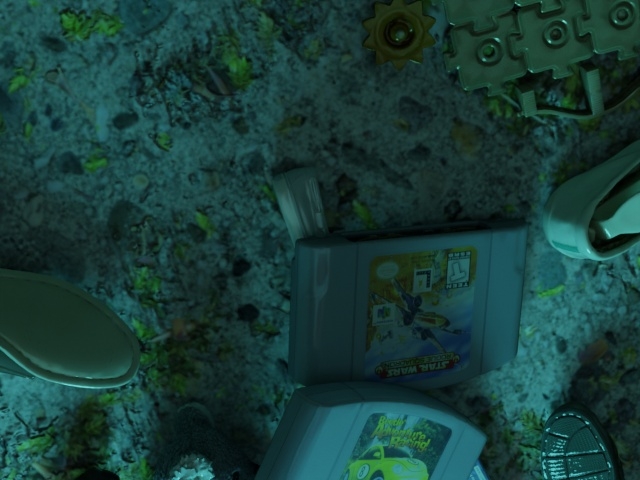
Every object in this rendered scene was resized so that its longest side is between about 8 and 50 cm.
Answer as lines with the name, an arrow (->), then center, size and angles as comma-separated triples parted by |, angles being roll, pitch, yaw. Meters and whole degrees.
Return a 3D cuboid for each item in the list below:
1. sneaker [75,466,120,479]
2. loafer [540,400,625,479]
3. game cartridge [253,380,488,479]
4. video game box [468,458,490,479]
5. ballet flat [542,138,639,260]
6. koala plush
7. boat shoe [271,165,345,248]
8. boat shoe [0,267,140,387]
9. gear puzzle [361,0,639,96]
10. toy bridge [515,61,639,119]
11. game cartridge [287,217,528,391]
sneaker -> -0.280, 0.355, 1.617 | 0.077, 0.072, 0.178 | 20, 111, -27
loafer -> 0.350, 0.319, 1.707 | 0.096, 0.084, 0.267 | -10, 108, 27
game cartridge -> 0.062, 0.262, 1.533 | 0.294, 0.060, 0.196 | 16, 98, -40
video game box -> 0.132, 0.343, 1.684 | 0.187, 0.048, 0.205 | -28, 109, 2
ballet flat -> 0.446, -0.097, 1.553 | 0.400, 0.139, 0.139 | -34, 109, 2
koala plush -> -0.134, 0.314, 1.560 | 0.203, 0.196, 0.221 | -9, 113, 5
boat shoe -> 0.000, 0.000, 1.550 | 0.063, 0.066, 0.184 | -21, 100, -1
boat shoe -> -0.364, 0.094, 1.497 | 0.324, 0.097, 0.116 | 20, 62, -18
gear puzzle -> 0.211, -0.261, 1.513 | 0.339, 0.044, 0.175 | -16, 111, -1
toy bridge -> 0.318, -0.176, 1.557 | 0.188, 0.026, 0.063 | -18, 120, -3
game cartridge -> 0.107, 0.081, 1.556 | 0.297, 0.062, 0.198 | -6, 105, -24
